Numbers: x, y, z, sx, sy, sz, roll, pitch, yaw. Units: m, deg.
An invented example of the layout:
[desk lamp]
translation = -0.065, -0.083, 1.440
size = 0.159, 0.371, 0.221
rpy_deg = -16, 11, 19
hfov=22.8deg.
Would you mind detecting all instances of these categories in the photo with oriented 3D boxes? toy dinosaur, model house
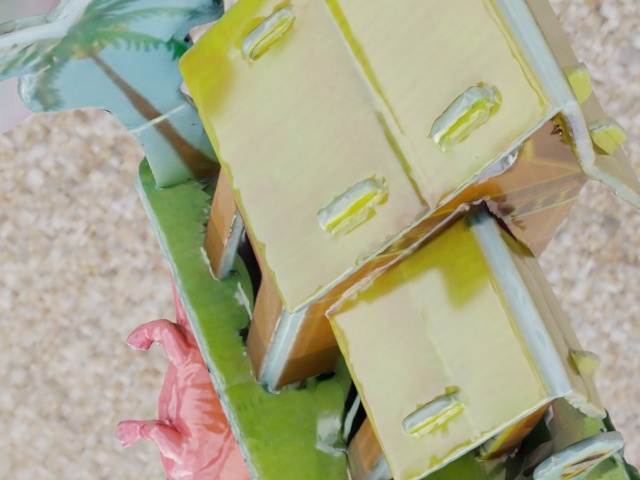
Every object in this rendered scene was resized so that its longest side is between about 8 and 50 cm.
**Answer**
[toy dinosaur]
translation = -0.058, 0.076, 1.064
size = 0.139, 0.286, 0.070
rpy_deg = -1, 171, 35
[model house]
translation = 0.000, 0.000, 0.774
size = 0.323, 0.340, 0.300
rpy_deg = 111, 139, -60

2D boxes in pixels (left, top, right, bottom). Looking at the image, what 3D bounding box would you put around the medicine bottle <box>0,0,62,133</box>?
[medicine bottle]
translation = -0.218, -0.185, 0.873
size = 0.152, 0.152, 0.254
rpy_deg = 22, 142, 10
